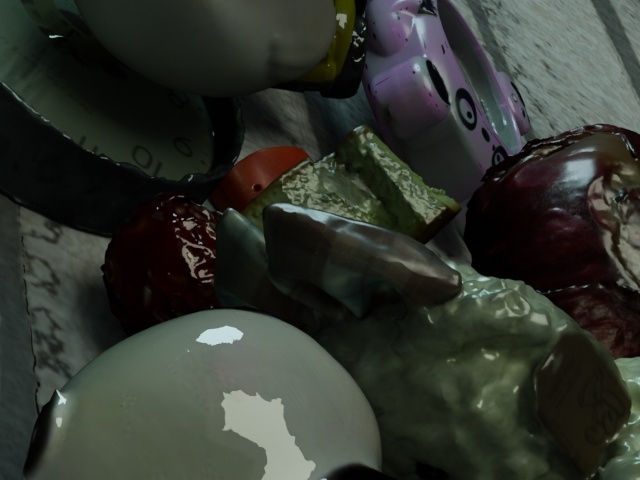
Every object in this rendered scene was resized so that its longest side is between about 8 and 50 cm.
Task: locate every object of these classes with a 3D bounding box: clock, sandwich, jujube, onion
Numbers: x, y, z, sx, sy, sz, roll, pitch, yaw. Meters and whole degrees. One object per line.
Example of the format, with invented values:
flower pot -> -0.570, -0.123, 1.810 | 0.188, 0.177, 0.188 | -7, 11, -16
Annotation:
clock -> 0.000, 0.000, 1.341 | 0.155, 0.061, 0.113 | 52, 29, 18
sandwich -> 0.016, -0.010, 1.246 | 0.090, 0.088, 0.244 | 47, 50, 13
clock -> 0.109, -0.126, 1.595 | 0.227, 0.090, 0.248 | 54, 20, -29
jujube -> -0.071, 0.048, 1.131 | 0.166, 0.104, 0.104 | 51, 24, -14
onion -> 0.185, 0.071, 1.307 | 0.314, 0.232, 0.314 | -8, 90, -88
clock -> -0.186, -0.138, 1.262 | 0.312, 0.061, 0.312 | 35, 27, -21

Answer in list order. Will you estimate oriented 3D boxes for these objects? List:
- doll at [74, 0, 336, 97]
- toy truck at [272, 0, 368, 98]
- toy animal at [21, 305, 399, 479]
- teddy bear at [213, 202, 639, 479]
doll -> -0.056, -0.225, 1.248 | 0.221, 0.221, 0.251 | 44, 40, -4
toy truck -> -0.026, -0.227, 1.459 | 0.147, 0.165, 0.224 | 8, 38, -6
toy animal -> -0.035, 0.171, 0.898 | 0.267, 0.212, 0.212 | 49, 25, 22
teddy bear -> 0.107, 0.183, 1.038 | 0.362, 0.327, 0.375 | 6, 84, -24
